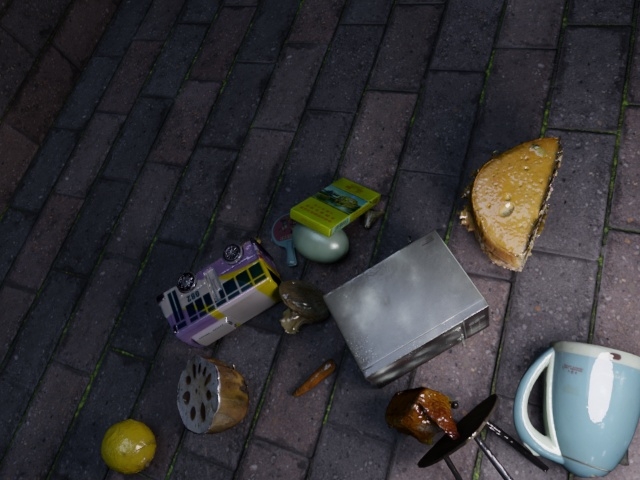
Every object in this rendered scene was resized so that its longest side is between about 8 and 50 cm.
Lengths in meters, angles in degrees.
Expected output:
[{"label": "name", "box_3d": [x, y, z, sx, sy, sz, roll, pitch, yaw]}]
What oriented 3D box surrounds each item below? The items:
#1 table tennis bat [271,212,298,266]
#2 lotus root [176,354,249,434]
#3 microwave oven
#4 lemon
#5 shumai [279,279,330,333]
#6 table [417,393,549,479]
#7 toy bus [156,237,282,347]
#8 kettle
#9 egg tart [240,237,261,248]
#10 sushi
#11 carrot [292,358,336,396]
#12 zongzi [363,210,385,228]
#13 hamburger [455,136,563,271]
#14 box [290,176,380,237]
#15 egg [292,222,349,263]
[{"label": "table tennis bat", "box_3d": [-0.122, -0.005, 1.989, 0.152, 0.040, 0.245, -13, 59, 12]}, {"label": "lotus root", "box_3d": [-0.360, 0.532, 1.730, 0.272, 0.191, 0.273, -16, 69, 49]}, {"label": "microwave oven", "box_3d": [0.278, 0.225, 1.631, 0.431, 0.236, 0.375, -30, 61, 3]}, {"label": "lemon", "box_3d": [-0.682, 0.732, 1.766, 0.181, 0.180, 0.193, -55, 29, -10]}, {"label": "shumai", "box_3d": [-0.074, 0.247, 1.810, 0.153, 0.209, 0.161, -62, 17, 22]}, {"label": "table", "box_3d": [0.493, 0.625, 1.400, 0.317, 0.317, 0.249, -41, 74, -2]}, {"label": "toy bus", "box_3d": [-0.366, 0.215, 1.873, 0.439, 0.209, 0.249, -31, 61, 2]}, {"label": "kettle", "box_3d": [0.703, 0.464, 1.374, 0.319, 0.247, 0.343, 14, 78, 12]}, {"label": "egg tart", "box_3d": [-0.290, 0.038, 2.005, 0.128, 0.049, 0.129, -25, 22, 11]}, {"label": "sushi", "box_3d": [0.307, 0.518, 1.483, 0.179, 0.296, 0.167, 33, 55, -7]}, {"label": "carrot", "box_3d": [-0.022, 0.486, 1.730, 0.191, 0.047, 0.047, -43, 60, 3]}, {"label": "zongzi", "box_3d": [0.208, -0.078, 1.912, 0.083, 0.040, 0.076, 4, 74, 1]}, {"label": "hamburger", "box_3d": [0.616, -0.131, 1.658, 0.286, 0.268, 0.446, 19, 78, 23]}, {"label": "box", "box_3d": [0.062, -0.133, 1.872, 0.186, 0.047, 0.335, 27, 41, 27]}, {"label": "egg", "box_3d": [0.000, 0.000, 1.866, 0.230, 0.168, 0.168, 21, 75, 21]}]
